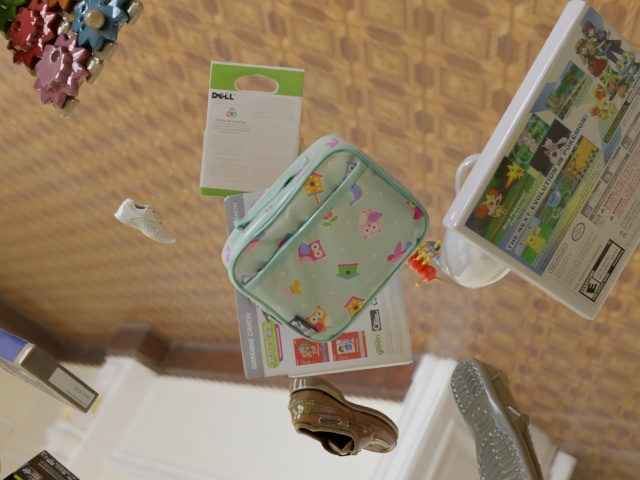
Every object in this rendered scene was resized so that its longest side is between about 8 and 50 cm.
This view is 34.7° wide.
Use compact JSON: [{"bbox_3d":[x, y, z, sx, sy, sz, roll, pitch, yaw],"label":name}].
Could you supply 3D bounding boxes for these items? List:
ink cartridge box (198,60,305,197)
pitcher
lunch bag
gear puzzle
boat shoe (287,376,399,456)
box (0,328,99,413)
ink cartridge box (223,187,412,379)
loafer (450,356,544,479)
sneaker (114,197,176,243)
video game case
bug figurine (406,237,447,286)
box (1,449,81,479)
[{"bbox_3d":[-0.125,-0.206,1.972,0.188,0.255,0.097,6,-175,3],"label":"ink cartridge box"},{"bbox_3d":[0.264,-0.034,1.665,0.177,0.125,0.207,28,120,-13],"label":"pitcher"},{"bbox_3d":[0.000,0.000,1.482,0.224,0.279,0.108,39,-174,-25],"label":"lunch bag"},{"bbox_3d":[-0.333,-0.304,1.190,0.044,0.175,0.339,18,-155,-53],"label":"gear puzzle"},{"bbox_3d":[0.041,0.370,1.983,0.110,0.105,0.307,-24,138,35],"label":"boat shoe"},{"bbox_3d":[-0.402,0.147,1.328,0.225,0.036,0.136,18,157,39],"label":"box"},{"bbox_3d":[-0.005,0.063,1.685,0.271,0.310,0.130,-7,174,0],"label":"ink cartridge box"},{"bbox_3d":[0.263,0.273,1.415,0.087,0.251,0.094,6,142,-32],"label":"loafer"},{"bbox_3d":[-0.389,-0.043,2.331,0.152,0.061,0.054,30,-174,-18],"label":"sneaker"},{"bbox_3d":[0.344,-0.095,1.348,0.300,0.329,0.036,30,180,-33],"label":"video game case"},{"bbox_3d":[0.205,0.006,2.201,0.216,0.072,0.279,48,-163,12],"label":"bug figurine"},{"bbox_3d":[-0.329,0.365,1.264,0.190,0.045,0.184,38,-157,6],"label":"box"}]
